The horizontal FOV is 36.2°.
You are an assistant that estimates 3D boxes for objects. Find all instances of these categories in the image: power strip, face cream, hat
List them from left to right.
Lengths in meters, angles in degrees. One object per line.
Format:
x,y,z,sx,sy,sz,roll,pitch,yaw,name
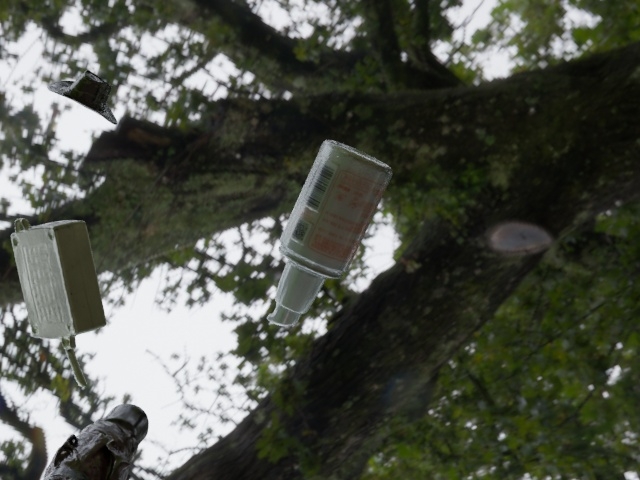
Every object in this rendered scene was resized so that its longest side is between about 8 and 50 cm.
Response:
-0.250,0.060,0.952,0.042,0.075,0.175,-17,-81,-52,power strip
-0.334,-0.215,1.412,0.121,0.121,0.050,31,-78,-6,hat
0.000,0.000,1.280,0.101,0.101,0.251,22,-80,-12,face cream

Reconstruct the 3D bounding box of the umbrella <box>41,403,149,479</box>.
-0.269,0.271,1.068,0.090,0.094,0.326,23,-161,5,umbrella
